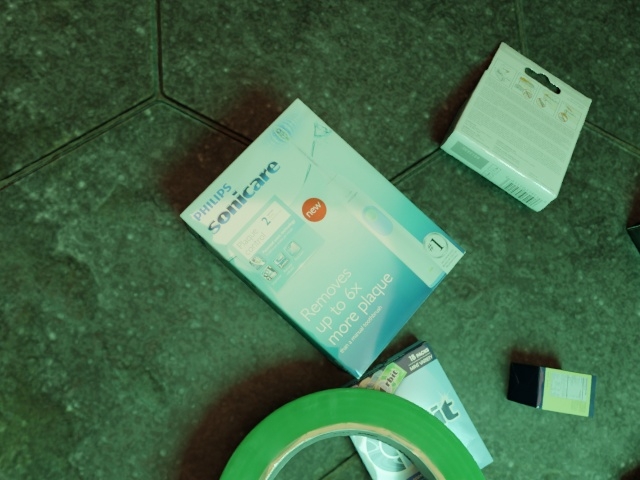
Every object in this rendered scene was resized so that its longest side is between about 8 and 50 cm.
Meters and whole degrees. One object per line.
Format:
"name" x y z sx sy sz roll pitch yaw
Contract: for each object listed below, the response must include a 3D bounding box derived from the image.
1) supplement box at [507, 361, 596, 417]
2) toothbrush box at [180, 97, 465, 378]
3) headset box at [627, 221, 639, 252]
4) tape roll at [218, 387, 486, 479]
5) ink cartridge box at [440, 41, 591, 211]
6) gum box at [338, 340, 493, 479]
"supplement box" 0.322 0.207 0.774 0.083 0.083 0.056 11 81 -6
"toothbrush box" 0.000 0.000 0.736 0.295 0.126 0.216 43 78 1
"headset box" 0.649 0.026 0.827 0.283 0.131 0.246 -26 86 -11
"tape roll" 0.036 0.335 0.630 0.322 0.077 0.320 0 65 0
"ink cartridge box" 0.306 -0.181 0.858 0.181 0.056 0.224 33 60 -3
"gum box" 0.121 0.256 0.758 0.157 0.041 0.184 -28 87 -10
